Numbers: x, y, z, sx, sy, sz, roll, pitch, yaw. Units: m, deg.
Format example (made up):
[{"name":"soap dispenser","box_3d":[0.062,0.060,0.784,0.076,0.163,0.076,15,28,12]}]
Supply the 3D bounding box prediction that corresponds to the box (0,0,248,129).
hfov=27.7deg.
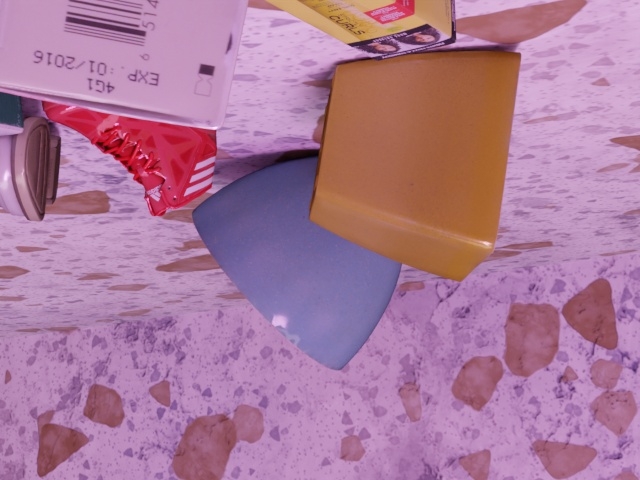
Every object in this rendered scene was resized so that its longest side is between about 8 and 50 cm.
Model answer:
[{"name":"box","box_3d":[-0.108,-0.166,0.739,0.127,0.148,0.232,9,-165,-10]}]

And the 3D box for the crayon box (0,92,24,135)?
[{"name":"crayon box","box_3d":[-0.417,-0.132,1.126,0.203,0.083,0.323,-6,180,10]}]

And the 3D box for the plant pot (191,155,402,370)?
[{"name":"plant pot","box_3d":[0.000,0.000,1.723,0.195,0.290,0.290,-43,160,9]}]

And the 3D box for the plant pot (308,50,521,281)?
[{"name":"plant pot","box_3d":[0.092,-0.089,1.401,0.187,0.212,0.212,10,169,-2]}]

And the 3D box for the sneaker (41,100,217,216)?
[{"name":"sneaker","box_3d":[-0.196,-0.095,1.407,0.221,0.128,0.087,5,167,-39]}]

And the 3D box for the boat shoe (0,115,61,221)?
[{"name":"boat shoe","box_3d":[-0.345,-0.080,1.411,0.103,0.113,0.302,5,178,-7]}]

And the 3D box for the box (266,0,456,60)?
[{"name":"box","box_3d":[0.029,-0.209,1.070,0.087,0.058,0.232,-9,168,27]}]
